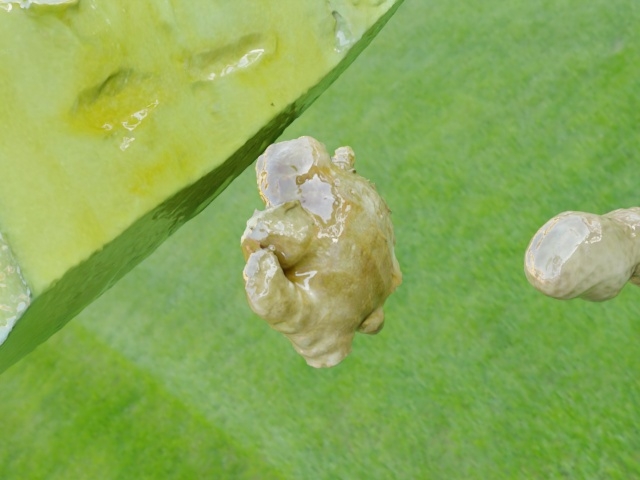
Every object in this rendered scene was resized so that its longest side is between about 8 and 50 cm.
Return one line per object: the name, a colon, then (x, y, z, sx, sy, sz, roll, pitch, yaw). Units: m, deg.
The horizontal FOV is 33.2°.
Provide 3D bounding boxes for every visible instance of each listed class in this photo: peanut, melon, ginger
peanut: (0.318, 0.014, 1.169, 0.086, 0.228, 0.104, 24, 116, 56)
melon: (-0.084, -0.076, 0.527, 0.124, 0.196, 0.323, 2, 27, 42)
ginger: (0.000, 0.000, 0.887, 0.102, 0.157, 0.216, -28, 34, 39)
